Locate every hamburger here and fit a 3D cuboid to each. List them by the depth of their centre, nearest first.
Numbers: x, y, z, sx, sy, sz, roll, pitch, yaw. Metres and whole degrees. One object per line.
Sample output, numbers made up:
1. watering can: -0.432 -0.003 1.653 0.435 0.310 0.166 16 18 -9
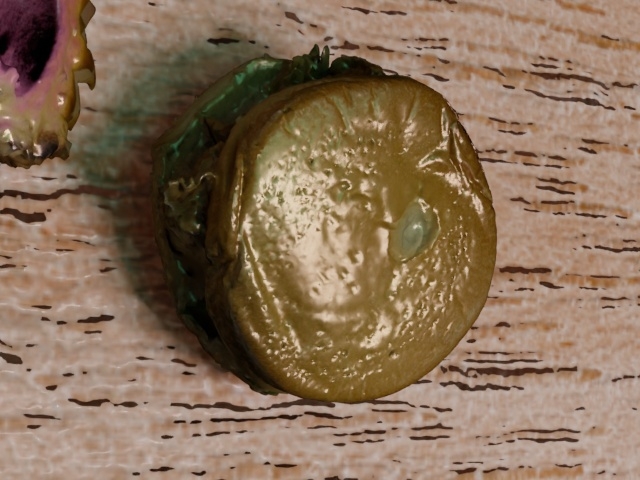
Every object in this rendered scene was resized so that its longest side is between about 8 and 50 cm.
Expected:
1. hamburger: 0.000 0.000 0.890 0.189 0.122 0.215 -43 116 -24

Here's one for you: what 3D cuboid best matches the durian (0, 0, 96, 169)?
1. durian: -0.242 -0.168 0.732 0.341 0.112 0.191 29 61 -41
